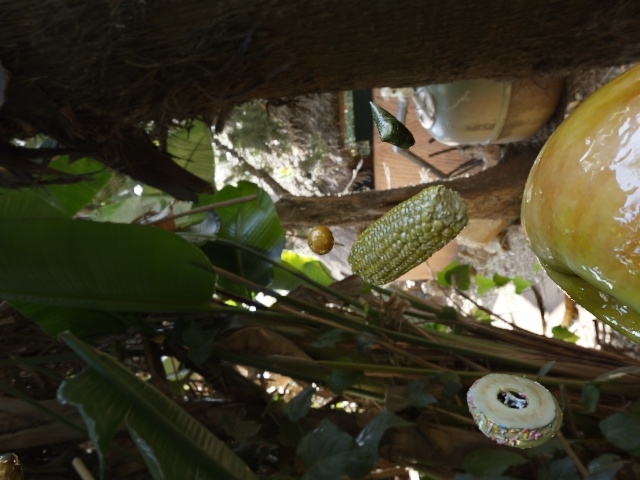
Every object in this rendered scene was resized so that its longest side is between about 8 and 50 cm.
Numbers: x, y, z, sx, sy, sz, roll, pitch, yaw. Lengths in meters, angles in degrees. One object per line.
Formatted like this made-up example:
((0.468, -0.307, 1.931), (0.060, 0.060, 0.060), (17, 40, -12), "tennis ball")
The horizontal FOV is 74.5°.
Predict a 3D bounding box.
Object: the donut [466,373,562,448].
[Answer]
((0.375, 0.332, 0.822), (0.174, 0.175, 0.068), (-82, -15, -68), "donut")

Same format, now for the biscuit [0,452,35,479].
((-0.490, 0.456, 0.632), (0.207, 0.047, 0.164), (-99, 6, -51), "biscuit")

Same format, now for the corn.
((0.158, 0.003, 0.835), (0.347, 0.130, 0.130), (136, 137, -59), "corn")

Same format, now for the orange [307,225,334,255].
((0.000, 0.000, 1.172), (0.083, 0.070, 0.083), (168, 90, -69), "orange")

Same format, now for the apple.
((0.321, -0.024, 0.344), (0.233, 0.286, 0.286), (-51, -2, 4), "apple")

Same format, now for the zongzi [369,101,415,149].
((0.165, -0.268, 0.980), (0.104, 0.052, 0.113), (12, -133, -46), "zongzi")
